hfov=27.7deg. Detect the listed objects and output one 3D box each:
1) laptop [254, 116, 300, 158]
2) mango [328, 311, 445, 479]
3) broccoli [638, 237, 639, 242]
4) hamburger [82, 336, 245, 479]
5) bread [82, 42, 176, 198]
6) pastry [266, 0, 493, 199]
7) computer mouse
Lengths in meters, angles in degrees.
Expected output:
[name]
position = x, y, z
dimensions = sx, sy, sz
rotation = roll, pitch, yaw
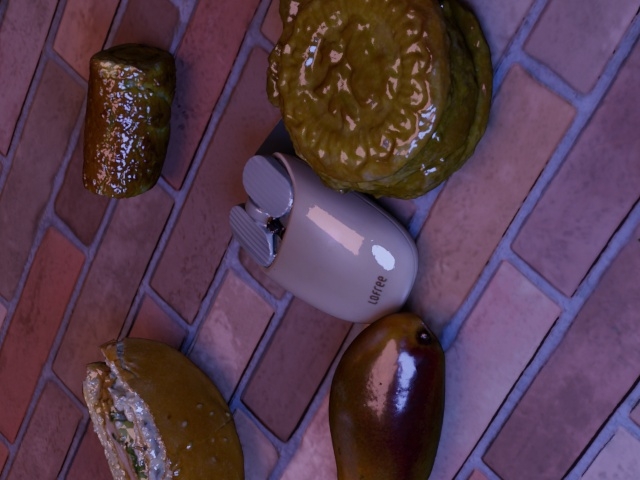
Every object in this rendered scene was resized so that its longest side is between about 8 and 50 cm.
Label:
[laptop]
position = 0.006, -0.109, 1.479
dimensions = 0.129, 0.016, 0.180
rotation = 52, 127, 16
[mango]
position = 0.070, 0.198, 1.447
dimensions = 0.133, 0.111, 0.267
rotation = 16, 111, 19
[broccoli]
position = 0.362, 0.031, 1.125
dimensions = 0.226, 0.176, 0.198
rotation = -35, 66, 18
[hamburger]
position = -0.184, 0.246, 1.642
dimensions = 0.144, 0.157, 0.282
rotation = -30, 81, 59
[bread]
position = -0.236, -0.149, 1.600
dimensions = 0.103, 0.132, 0.172
rotation = 14, 111, 11
[pastry]
position = 0.060, -0.162, 1.348
dimensions = 0.235, 0.132, 0.240
rotation = 22, 103, 39
[computer mouse]
position = 0.000, 0.000, 1.458
dimensions = 0.236, 0.082, 0.145
rotation = 35, 125, 19
